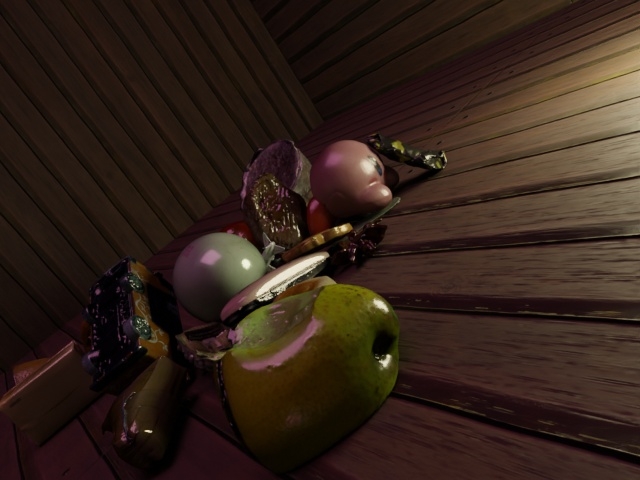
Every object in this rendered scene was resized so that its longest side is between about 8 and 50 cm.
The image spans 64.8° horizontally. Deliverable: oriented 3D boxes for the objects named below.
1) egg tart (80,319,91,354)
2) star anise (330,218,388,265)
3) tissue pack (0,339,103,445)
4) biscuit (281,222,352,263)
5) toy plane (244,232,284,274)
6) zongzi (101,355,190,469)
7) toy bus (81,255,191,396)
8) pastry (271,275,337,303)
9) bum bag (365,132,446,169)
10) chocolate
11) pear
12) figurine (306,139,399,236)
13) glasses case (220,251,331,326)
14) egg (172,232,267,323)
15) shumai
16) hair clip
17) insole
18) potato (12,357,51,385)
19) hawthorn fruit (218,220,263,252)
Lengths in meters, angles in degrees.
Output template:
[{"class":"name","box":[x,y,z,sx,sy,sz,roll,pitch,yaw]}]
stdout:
[{"class":"egg tart","box":[-0.546,0.278,1.396,0.215,0.215,0.171,-21,11,37]},{"class":"star anise","box":[0.088,0.011,1.179,0.168,0.057,0.168,-41,13,12]},{"class":"tissue pack","box":[-0.736,0.421,1.404,0.234,0.159,0.125,-40,18,-19]},{"class":"biscuit","box":[0.000,0.000,1.253,0.166,0.036,0.225,-33,-7,40]},{"class":"toy plane","box":[-0.156,0.066,1.394,0.065,0.162,0.171,-35,-25,-48]},{"class":"zongzi","box":[-0.380,0.372,0.977,0.256,0.115,0.228,-37,20,13]},{"class":"toy bus","box":[-0.435,0.209,1.195,0.161,0.194,0.324,-39,42,8]},{"class":"pastry","box":[-0.028,0.136,0.989,0.156,0.092,0.156,-29,21,12]},{"class":"bum bag","box":[0.233,-0.243,1.388,0.107,0.232,0.060,-56,-18,-64]},{"class":"chocolate","box":[-0.116,-0.181,1.780,0.303,0.213,0.304,-19,58,34]},{"class":"pear","box":[-0.008,0.168,0.761,0.292,0.160,0.292,-28,17,10]},{"class":"figurine","box":[0.062,-0.167,1.426,0.261,0.211,0.270,-25,19,32]},{"class":"glasses case","box":[-0.093,0.104,1.129,0.314,0.075,0.122,-28,-4,-45]},{"class":"egg","box":[-0.264,0.098,1.295,0.230,0.230,0.370,-41,12,-23]},{"class":"shumai","box":[-0.126,-0.062,1.485,0.184,0.218,0.185,-46,-4,-8]},{"class":"hair clip","box":[-0.208,0.237,1.046,0.138,0.091,0.321,-17,6,-25]},{"class":"insole","box":[0.121,-0.052,1.370,0.231,0.003,0.080,-36,17,-4]},{"class":"potato","box":[-0.871,0.449,1.611,0.157,0.178,0.203,-24,-12,-22]},{"class":"hawthorn fruit","box":[-0.225,0.020,1.549,0.179,0.179,0.200,-23,6,34]}]
